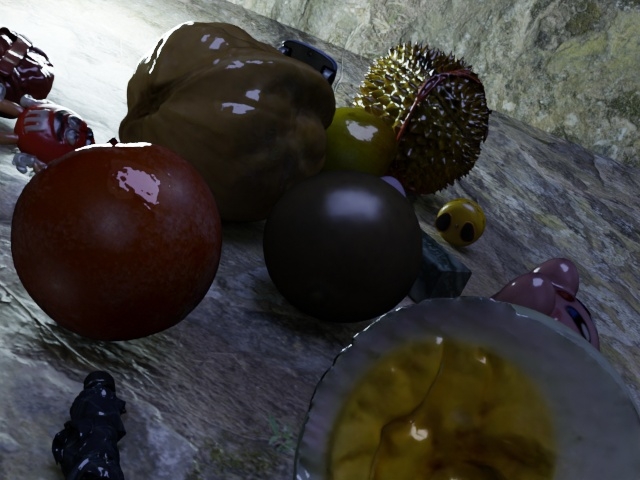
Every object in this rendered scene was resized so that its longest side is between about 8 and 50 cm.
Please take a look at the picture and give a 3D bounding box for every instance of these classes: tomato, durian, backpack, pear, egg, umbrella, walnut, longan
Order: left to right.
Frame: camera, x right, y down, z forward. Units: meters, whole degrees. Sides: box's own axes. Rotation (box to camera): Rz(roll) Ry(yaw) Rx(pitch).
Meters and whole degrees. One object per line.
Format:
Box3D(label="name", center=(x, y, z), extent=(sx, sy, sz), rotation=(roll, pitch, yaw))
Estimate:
Box3D(label="backpack", center=(-0.585, -0.316, 1.755), extent=(0.229, 0.139, 0.229), rotation=(19, 27, -10))
Box3D(label="umbrella", center=(-0.245, 0.209, 1.035), extent=(0.071, 0.080, 0.224), rotation=(-15, 26, -4))
Box3D(label="tomato", center=(-0.251, 0.007, 1.234), extent=(0.265, 0.265, 0.265), rotation=(21, 22, -9))
Box3D(label="walnut", center=(-0.161, -0.200, 1.721), extent=(0.383, 0.384, 0.383), rotation=(21, 22, -9))
Box3D(label="longan", center=(0.035, 0.012, 1.532), extent=(0.258, 0.258, 0.258), rotation=(21, 22, -9))
Box3D(label="pear", center=(0.063, -0.190, 2.082), extent=(0.200, 0.200, 0.200), rotation=(21, 22, -9))
Box3D(label="durian", center=(0.235, -0.279, 2.262), extent=(0.347, 0.348, 0.384), rotation=(16, 23, -21))
Box3D(label="egg", center=(0.161, 0.244, 1.045), extent=(0.354, 0.354, 0.340), rotation=(30, -3, 12))

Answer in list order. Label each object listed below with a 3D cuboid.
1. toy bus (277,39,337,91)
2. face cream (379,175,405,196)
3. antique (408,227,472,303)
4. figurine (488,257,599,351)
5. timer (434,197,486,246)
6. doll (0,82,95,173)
Box3D(label="toy bus", center=(-0.062, -0.259, 1.972), extent=(0.125, 0.292, 0.133), rotation=(29, 19, 10))
Box3D(label="face cream", center=(0.045, -0.064, 1.938), extent=(0.274, 0.096, 0.154), rotation=(-16, 47, -39))
Box3D(label="antique", center=(0.182, 0.043, 1.817), extent=(0.088, 0.086, 0.183), rotation=(3, 30, -44))
Box3D(label="figurine", center=(0.315, 0.178, 1.522), extent=(0.211, 0.261, 0.269), rotation=(59, 29, 9))
Box3D(label="timer", center=(0.309, -0.040, 2.113), extent=(0.107, 0.107, 0.109), rotation=(30, 26, 13))
Box3D(label="doll", center=(-0.469, -0.175, 1.624), extent=(0.217, 0.085, 0.183), rotation=(22, 49, -16))
